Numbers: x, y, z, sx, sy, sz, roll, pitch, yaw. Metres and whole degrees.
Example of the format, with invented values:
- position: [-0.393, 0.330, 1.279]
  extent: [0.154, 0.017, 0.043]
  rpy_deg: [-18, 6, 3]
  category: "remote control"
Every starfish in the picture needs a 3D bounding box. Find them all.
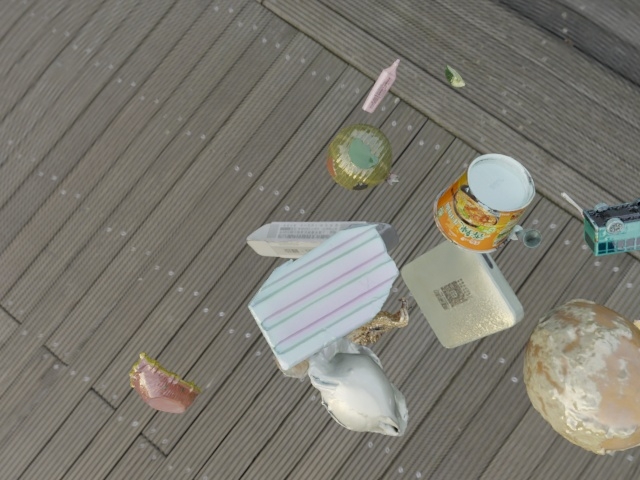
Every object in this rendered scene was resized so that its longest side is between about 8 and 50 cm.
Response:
- position: [0.168, 0.259, 1.459]
  extent: [0.304, 0.312, 0.113]
  rpy_deg: [-10, 66, -28]
  category: "starfish"

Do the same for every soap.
- position: [0.006, 0.077, 0.731]
  extent: [0.231, 0.091, 0.145]
  rpy_deg: [-29, 94, -10]
  category: "soap"

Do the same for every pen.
- position: [0.209, -0.520, 1.565]
  extent: [0.053, 0.032, 0.197]
  rpy_deg: [16, 125, -25]
  category: "pen"

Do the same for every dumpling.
- position: [0.061, 0.225, 0.729]
  extent: [0.188, 0.127, 0.108]
  rpy_deg: [36, 117, -1]
  category: "dumpling"

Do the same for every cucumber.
- position: [0.463, -0.578, 1.638]
  extent: [0.067, 0.035, 0.107]
  rpy_deg: [18, 39, -25]
  category: "cucumber"

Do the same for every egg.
- position: [0.433, 0.209, 0.746]
  extent: [0.204, 0.203, 0.245]
  rpy_deg: [4, 50, 6]
  category: "egg"

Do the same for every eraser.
- position: [0.000, 0.000, 1.065]
  extent: [0.352, 0.089, 0.061]
  rpy_deg: [1, 59, 25]
  category: "eraser"

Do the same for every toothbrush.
- position: [0.908, -0.103, 1.633]
  extent: [0.204, 0.017, 0.022]
  rpy_deg: [37, 103, -16]
  category: "toothbrush"

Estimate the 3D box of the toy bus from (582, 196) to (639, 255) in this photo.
- position: [0.977, -0.045, 1.457]
  extent: [0.256, 0.128, 0.147]
  rpy_deg: [-10, 122, 13]
  category: "toy bus"

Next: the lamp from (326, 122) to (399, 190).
- position: [0.162, -0.287, 1.690]
  extent: [0.284, 0.250, 0.250]
  rpy_deg: [33, 86, -6]
  category: "lamp"

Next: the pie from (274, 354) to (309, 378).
- position: [-0.093, 0.449, 1.867]
  extent: [0.195, 0.046, 0.195]
  rpy_deg: [4, 69, -11]
  category: "pie"

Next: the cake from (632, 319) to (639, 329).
- position: [0.983, 0.356, 1.377]
  extent: [0.286, 0.228, 0.222]
  rpy_deg: [-16, 66, 42]
  category: "cake"

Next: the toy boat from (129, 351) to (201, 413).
- position: [-0.388, 0.373, 1.180]
  extent: [0.141, 0.318, 0.099]
  rpy_deg: [-10, 60, 3]
  category: "toy boat"

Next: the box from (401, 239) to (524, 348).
- position: [0.505, 0.186, 1.712]
  extent: [0.091, 0.373, 0.367]
  rpy_deg: [-20, 77, -37]
  category: "box"

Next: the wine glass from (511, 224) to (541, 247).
- position: [0.805, -0.017, 1.844]
  extent: [0.074, 0.155, 0.073]
  rpy_deg: [0, 98, -1]
  category: "wine glass"

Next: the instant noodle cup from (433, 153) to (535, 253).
- position: [0.436, -0.107, 1.223]
  extent: [0.231, 0.182, 0.230]
  rpy_deg: [2, 63, -5]
  category: "instant noodle cup"
